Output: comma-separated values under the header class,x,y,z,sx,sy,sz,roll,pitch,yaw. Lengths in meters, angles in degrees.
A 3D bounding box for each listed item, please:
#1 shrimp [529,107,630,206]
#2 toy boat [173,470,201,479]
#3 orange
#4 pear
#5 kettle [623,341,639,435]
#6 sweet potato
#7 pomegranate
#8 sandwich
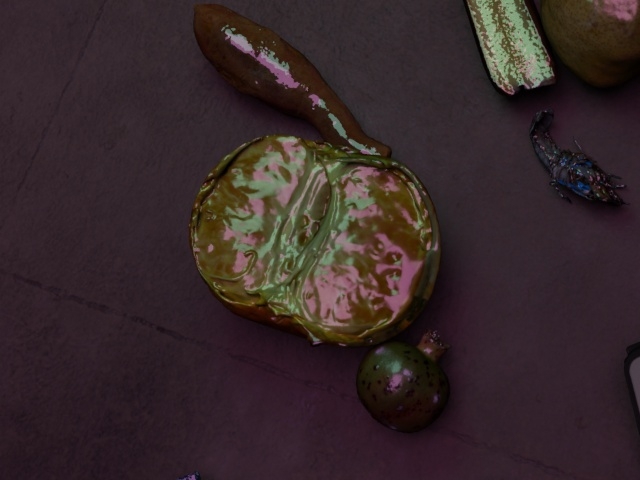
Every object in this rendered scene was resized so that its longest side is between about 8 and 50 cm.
class,x,y,z,sx,sy,sz,roll,pitch,yaw
shrimp,0.343,-0.100,1.377,0.082,0.076,0.174,-16,57,-33
toy boat,-0.253,0.430,1.373,0.096,0.062,0.299,39,87,23
orange,0.002,0.000,1.364,0.335,0.196,0.262,11,91,23
pear,0.405,-0.323,1.348,0.229,0.188,0.211,-20,81,10
kettle,0.538,0.236,1.119,0.361,0.250,0.376,-34,68,35
sweet potato,-0.043,-0.223,1.498,0.385,0.109,0.109,40,87,11
pomegranate,0.110,0.184,1.310,0.130,0.130,0.130,-5,72,15
sandwich,0.260,-0.308,1.440,0.094,0.096,0.258,-20,70,16
